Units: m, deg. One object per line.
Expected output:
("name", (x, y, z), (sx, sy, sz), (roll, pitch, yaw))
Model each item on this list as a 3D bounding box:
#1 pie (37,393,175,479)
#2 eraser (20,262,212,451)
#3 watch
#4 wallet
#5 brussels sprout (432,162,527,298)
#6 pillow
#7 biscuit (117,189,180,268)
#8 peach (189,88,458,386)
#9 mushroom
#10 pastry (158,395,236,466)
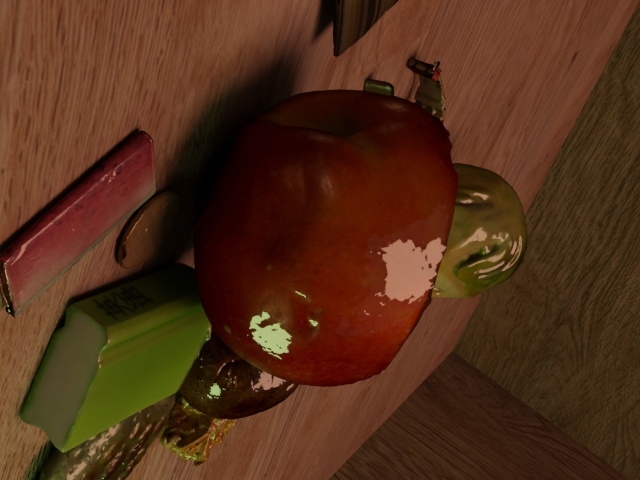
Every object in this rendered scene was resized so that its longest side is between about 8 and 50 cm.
("pie", (-0.332, 0.332, 1.913), (0.306, 0.071, 0.306), (-47, 163, -19))
("eraser", (-0.258, 0.147, 1.705), (0.274, 0.092, 0.210), (-24, 145, -59))
("watch", (0.144, -0.226, 2.122), (0.165, 0.102, 0.268), (-55, 157, -24))
("wallet", (-0.271, -0.020, 1.430), (0.232, 0.025, 0.119), (-46, 163, -28))
("brussels sprout", (0.279, -0.005, 2.622), (0.344, 0.268, 0.344), (-40, 160, -19))
("pillow", (0.083, -0.371, 1.680), (0.212, 0.052, 0.208), (-48, 161, -29))
("biscuit", (-0.217, -0.014, 1.619), (0.120, 0.015, 0.120), (-49, 163, -20))
("peach", (-0.011, -0.015, 1.664), (0.335, 0.310, 0.405), (-100, -151, -56))
("mushroom", (-0.119, 0.167, 1.961), (0.231, 0.194, 0.138), (-63, 167, -11))
("pastry", (-0.173, 0.263, 2.165), (0.250, 0.102, 0.154), (-53, 165, -5))
